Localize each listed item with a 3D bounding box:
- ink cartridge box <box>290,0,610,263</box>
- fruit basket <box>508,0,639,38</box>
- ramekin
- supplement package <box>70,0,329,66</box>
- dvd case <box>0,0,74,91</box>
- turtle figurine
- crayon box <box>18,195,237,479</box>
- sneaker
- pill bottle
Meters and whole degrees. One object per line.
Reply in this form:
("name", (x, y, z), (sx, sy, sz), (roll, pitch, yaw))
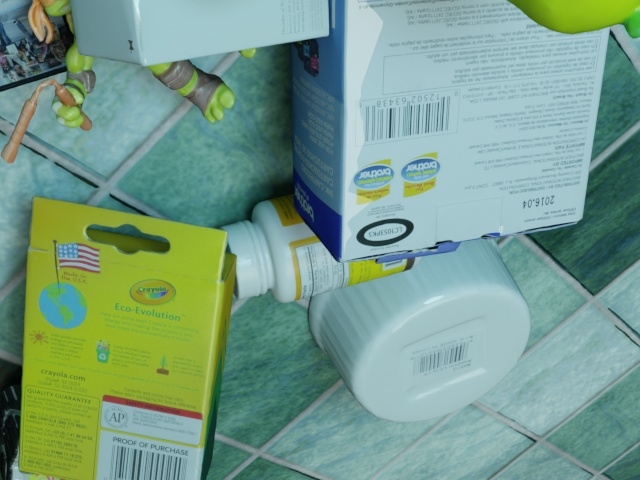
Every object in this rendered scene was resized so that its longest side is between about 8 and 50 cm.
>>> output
("ink cartridge box", (0.115, -0.143, 0.851), (0.270, 0.151, 0.396), (-9, 116, -17))
("fruit basket", (0.089, -0.301, 0.559), (0.392, 0.392, 0.283), (-19, 136, -9))
("ramekin", (0.135, 0.109, 1.159), (0.277, 0.135, 0.277), (-13, 133, -15))
("supplement package", (-0.094, -0.204, 0.702), (0.179, 0.105, 0.105), (-20, 117, -37))
("dvd case", (-0.313, -0.225, 0.724), (0.180, 0.022, 0.253), (-20, 135, -10))
("turtle figurine", (-0.167, -0.177, 0.780), (0.217, 0.087, 0.270), (18, 92, -44))
("crayon box", (-0.201, 0.109, 0.941), (0.202, 0.081, 0.319), (11, 111, 2))
("sneaker", (-0.341, 0.240, 1.098), (0.094, 0.081, 0.208), (-10, 139, -29))
("pill bottle", (0.000, 0.000, 1.008), (0.215, 0.117, 0.117), (-14, 134, -14))
